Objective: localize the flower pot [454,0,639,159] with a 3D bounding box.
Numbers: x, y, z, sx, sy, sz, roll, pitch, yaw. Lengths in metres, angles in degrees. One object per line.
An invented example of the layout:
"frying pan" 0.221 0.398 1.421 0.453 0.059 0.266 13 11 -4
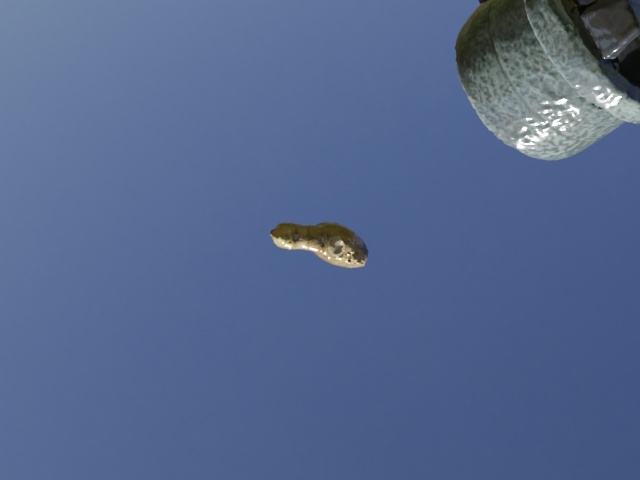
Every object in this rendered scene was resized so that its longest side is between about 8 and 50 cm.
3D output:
"flower pot" 0.362 -0.279 1.823 0.283 0.299 0.299 -34 -168 46

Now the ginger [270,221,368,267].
"ginger" 0.000 -0.003 2.221 0.165 0.067 0.096 17 -164 -11
